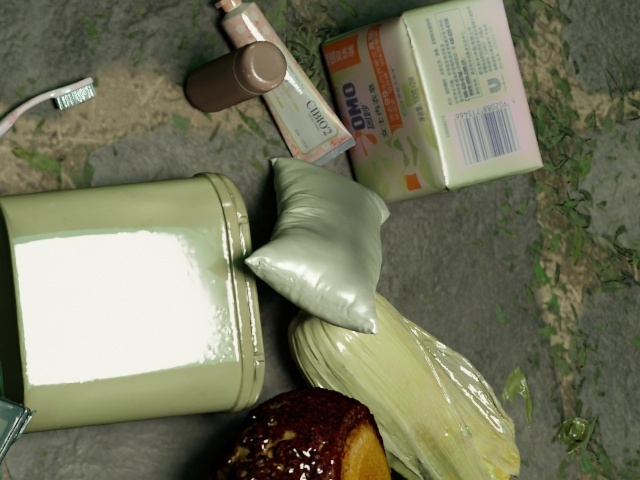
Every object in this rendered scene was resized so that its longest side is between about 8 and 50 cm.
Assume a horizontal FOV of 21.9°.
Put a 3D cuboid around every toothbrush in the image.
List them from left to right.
[{"bbox_3d":[-0.330,-0.099,1.603,0.269,0.021,0.027,-30,94,-29],"label":"toothbrush"}]

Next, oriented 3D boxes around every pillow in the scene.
[{"bbox_3d":[-0.001,0.000,1.674,0.144,0.078,0.254,32,26,-12],"label":"pillow"}]

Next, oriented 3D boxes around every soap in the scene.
[{"bbox_3d":[0.116,-0.147,1.775,0.138,0.182,0.199,-16,93,-29],"label":"soap"}]

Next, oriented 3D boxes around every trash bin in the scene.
[{"bbox_3d":[-0.192,0.059,1.611,0.247,0.121,0.243,-4,87,-28],"label":"trash bin"}]

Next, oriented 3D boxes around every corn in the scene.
[{"bbox_3d":[0.091,0.172,1.756,0.305,0.122,0.123,45,42,-16],"label":"corn"}]

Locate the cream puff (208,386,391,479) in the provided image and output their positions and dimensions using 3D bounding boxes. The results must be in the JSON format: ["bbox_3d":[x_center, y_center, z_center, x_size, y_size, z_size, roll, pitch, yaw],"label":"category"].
[{"bbox_3d":[-0.021,0.261,1.634,0.239,0.165,0.239,-3,90,-73],"label":"cream puff"}]

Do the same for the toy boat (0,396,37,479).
[{"bbox_3d":[-0.364,0.262,1.487,0.122,0.114,0.296,37,74,-40],"label":"toy boat"}]

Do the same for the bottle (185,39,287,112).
[{"bbox_3d":[-0.087,-0.165,1.682,0.053,0.140,0.053,5,81,-30],"label":"bottle"}]

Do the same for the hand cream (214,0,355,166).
[{"bbox_3d":[-0.045,-0.171,1.764,0.067,0.043,0.209,-33,103,2],"label":"hand cream"}]
